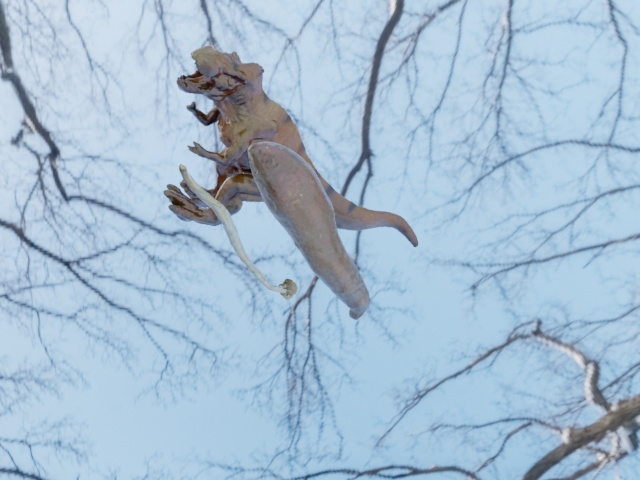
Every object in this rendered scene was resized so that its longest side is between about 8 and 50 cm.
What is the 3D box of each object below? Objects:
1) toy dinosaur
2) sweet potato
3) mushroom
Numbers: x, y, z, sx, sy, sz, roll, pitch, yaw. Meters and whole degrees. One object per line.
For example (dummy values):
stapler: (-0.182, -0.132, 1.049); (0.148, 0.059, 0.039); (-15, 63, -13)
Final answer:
toy dinosaur: (-0.069, -0.074, 1.143); (0.208, 0.432, 0.097); (-26, -127, 18)
sweet potato: (0.000, 0.000, 0.837); (0.050, 0.050, 0.214); (-50, -52, -27)
mushroom: (-0.089, 0.000, 1.055); (0.026, 0.286, 0.028); (35, -100, 36)
